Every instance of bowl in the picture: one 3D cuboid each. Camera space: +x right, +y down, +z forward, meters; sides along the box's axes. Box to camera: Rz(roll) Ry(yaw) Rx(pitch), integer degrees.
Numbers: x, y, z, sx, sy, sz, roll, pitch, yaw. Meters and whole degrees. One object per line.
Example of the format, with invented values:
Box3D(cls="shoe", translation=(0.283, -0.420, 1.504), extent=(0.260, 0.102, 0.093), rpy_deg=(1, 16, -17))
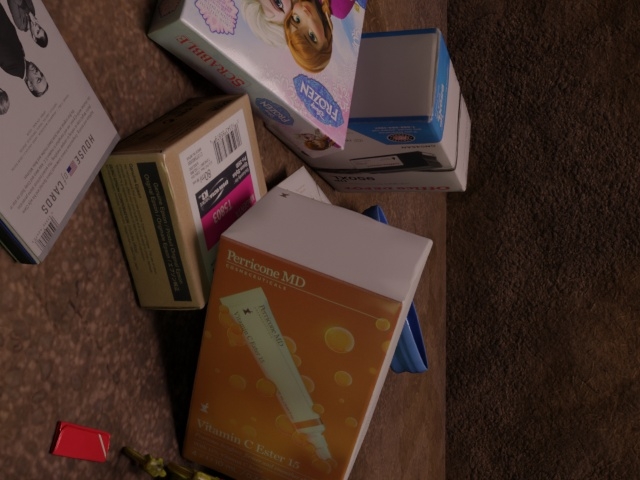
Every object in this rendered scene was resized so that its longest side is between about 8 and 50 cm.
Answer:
Box3D(cls="bowl", translation=(0.153, 0.114, 1.544), extent=(0.391, 0.077, 0.390), rpy_deg=(-17, 90, -80))

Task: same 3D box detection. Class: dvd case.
Box3D(cls="dvd case", translation=(-0.270, -0.122, 0.584), extent=(0.238, 0.030, 0.179), rpy_deg=(71, 27, -45))

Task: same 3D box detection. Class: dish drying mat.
Box3D(cls="dish drying mat", translation=(-0.243, 0.207, 0.698), extent=(0.083, 0.008, 0.032), rpy_deg=(52, 44, -61))

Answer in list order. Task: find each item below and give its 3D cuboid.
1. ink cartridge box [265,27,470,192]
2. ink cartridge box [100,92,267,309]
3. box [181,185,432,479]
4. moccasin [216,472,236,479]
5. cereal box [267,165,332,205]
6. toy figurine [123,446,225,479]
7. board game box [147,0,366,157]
Box3D(cls="ink cartridge box", translation=(0.110, -0.217, 1.264), extent=(0.395, 0.286, 0.166), rpy_deg=(32, 62, -67))
Box3D(cls="ink cartridge box", translation=(-0.150, -0.056, 0.835), extent=(0.234, 0.088, 0.193), rpy_deg=(-58, 142, -57))
Box3D(cls="box", translation=(-0.023, 0.140, 0.857), extent=(0.168, 0.215, 0.345), rpy_deg=(-52, 159, -60))
Box3D(cls="moccasin", translation=(-0.085, 0.462, 1.013), extent=(0.341, 0.138, 0.116), rpy_deg=(63, 35, -26))
Box3D(cls="cereal box", translation=(0.000, 0.000, 1.146), extent=(0.240, 0.047, 0.173), rpy_deg=(53, 27, -6))
Box3D(cls="toy figurine", translation=(-0.078, 0.376, 0.706), extent=(0.191, 0.363, 0.217), rpy_deg=(48, 54, -52))
Box3D(cls="board game box", translation=(-0.063, -0.329, 0.953), extent=(0.319, 0.066, 0.317), rpy_deg=(31, 59, -44))
